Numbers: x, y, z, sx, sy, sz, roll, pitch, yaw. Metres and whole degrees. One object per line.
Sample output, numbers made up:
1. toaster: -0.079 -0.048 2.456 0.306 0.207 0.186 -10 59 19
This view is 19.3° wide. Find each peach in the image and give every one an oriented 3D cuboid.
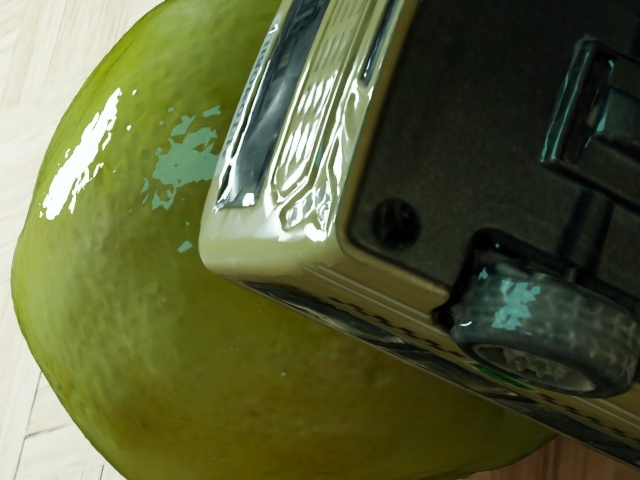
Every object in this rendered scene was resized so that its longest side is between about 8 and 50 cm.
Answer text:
1. peach: -0.005 0.001 0.954 0.314 0.315 0.281 -14 89 15

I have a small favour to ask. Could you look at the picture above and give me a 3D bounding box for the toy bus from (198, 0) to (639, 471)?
1. toy bus: 0.150 0.007 0.721 0.202 0.365 0.177 -10 57 64
